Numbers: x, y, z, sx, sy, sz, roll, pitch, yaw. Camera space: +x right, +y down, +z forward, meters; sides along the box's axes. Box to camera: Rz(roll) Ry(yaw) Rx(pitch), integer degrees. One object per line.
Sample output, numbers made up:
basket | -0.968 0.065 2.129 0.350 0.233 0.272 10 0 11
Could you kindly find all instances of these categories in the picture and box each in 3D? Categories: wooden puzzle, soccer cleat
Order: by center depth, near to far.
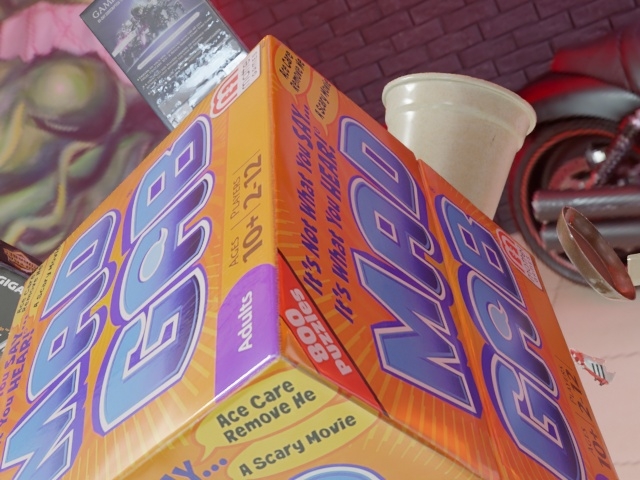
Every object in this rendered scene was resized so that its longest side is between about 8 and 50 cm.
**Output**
soccer cleat | 0.450 0.204 1.420 0.035 0.083 0.029 -44 -12 -10
wooden puzzle | 0.732 0.065 1.955 0.116 0.014 0.078 -5 71 47

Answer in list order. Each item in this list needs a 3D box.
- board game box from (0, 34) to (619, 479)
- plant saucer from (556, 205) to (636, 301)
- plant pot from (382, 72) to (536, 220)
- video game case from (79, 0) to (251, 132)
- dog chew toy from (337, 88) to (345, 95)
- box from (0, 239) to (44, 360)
board game box | -0.026 0.137 0.700 0.356 0.356 0.356 -40 32 24
plant saucer | 0.399 0.024 1.258 0.029 0.168 0.168 -41 12 27
plant pot | 0.262 -0.143 1.820 0.334 0.334 0.305 -3 69 51
video game case | -0.261 -0.345 1.477 0.196 0.274 0.026 -39 -3 12
dog chew toy | -0.054 -0.050 1.171 0.207 0.331 0.206 10 31 -6
box | -0.483 0.172 1.369 0.293 0.295 0.073 -42 40 15
